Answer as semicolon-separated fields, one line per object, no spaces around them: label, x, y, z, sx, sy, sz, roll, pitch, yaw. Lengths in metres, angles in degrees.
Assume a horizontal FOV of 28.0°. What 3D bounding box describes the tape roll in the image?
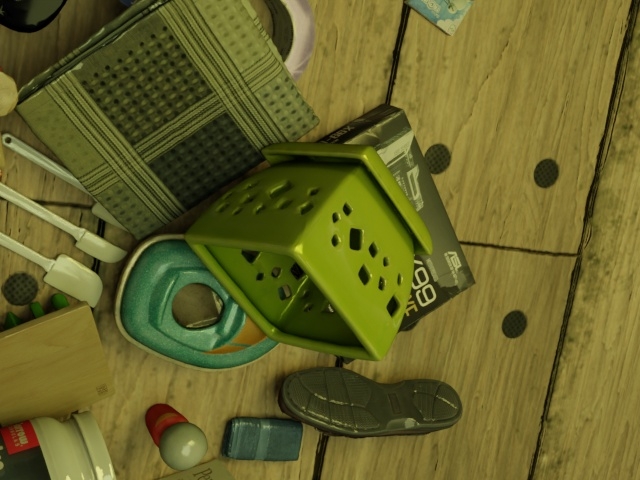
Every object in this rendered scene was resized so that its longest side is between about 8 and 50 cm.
tape roll;-0.108;-0.283;1.743;0.189;0.080;0.189;-7;107;-23

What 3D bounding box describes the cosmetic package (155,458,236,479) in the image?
cosmetic package;-0.240;0.559;1.767;0.393;0.329;0.328;-16;109;-20

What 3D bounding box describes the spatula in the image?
spatula;-0.360;-0.034;1.735;0.242;0.019;0.168;33;94;-26

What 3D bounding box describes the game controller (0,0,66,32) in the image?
game controller;-0.433;-0.393;1.549;0.319;0.067;0.166;34;87;-14

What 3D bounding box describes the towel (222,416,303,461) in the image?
towel;-0.086;0.298;1.933;0.119;0.029;0.067;8;101;-25

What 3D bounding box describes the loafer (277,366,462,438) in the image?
loafer;0.068;0.263;1.956;0.302;0.109;0.095;7;144;-24

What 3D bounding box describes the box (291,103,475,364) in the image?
box;0.065;-0.009;1.892;0.242;0.076;0.308;-30;113;-14

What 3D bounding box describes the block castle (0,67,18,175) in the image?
block castle;-0.575;-0.069;1.506;0.303;0.213;0.453;25;92;-32

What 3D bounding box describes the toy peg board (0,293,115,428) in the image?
toy peg board;-0.382;0.159;1.752;0.161;0.079;0.161;-21;127;-16

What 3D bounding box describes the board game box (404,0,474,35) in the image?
board game box;0.181;-0.361;1.882;0.090;0.020;0.090;31;91;-27

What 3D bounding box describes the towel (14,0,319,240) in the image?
towel;-0.191;-0.174;1.654;0.312;0.056;0.324;-33;139;2

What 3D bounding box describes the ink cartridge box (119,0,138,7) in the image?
ink cartridge box;-0.174;-0.432;1.645;0.185;0.065;0.311;37;84;2

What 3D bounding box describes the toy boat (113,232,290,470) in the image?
toy boat;-0.168;0.154;1.793;0.267;0.148;0.318;13;98;-26

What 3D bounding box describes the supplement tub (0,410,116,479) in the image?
supplement tub;-0.411;0.341;1.678;0.272;0.191;0.191;-16;109;-19

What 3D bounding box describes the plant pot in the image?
plant pot;0.000;0.000;1.680;0.227;0.228;0.207;52;60;-34
